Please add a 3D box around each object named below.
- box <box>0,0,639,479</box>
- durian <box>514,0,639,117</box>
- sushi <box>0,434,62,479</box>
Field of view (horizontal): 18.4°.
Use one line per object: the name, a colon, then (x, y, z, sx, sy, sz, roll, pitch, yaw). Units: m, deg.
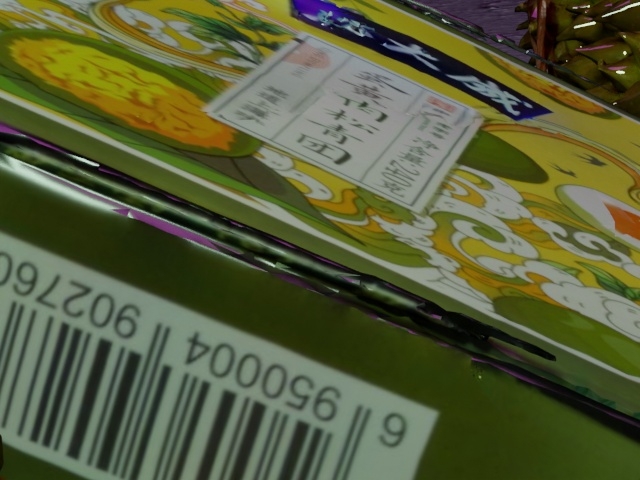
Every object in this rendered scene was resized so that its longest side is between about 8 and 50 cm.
box: (0.000, 0.000, 0.819, 0.373, 0.138, 0.420, 23, 19, 8)
durian: (0.278, -0.113, 1.141, 0.347, 0.348, 0.384, 0, 23, 7)
sushi: (-0.201, 0.078, 0.273, 0.240, 0.397, 0.351, 12, 40, 46)
